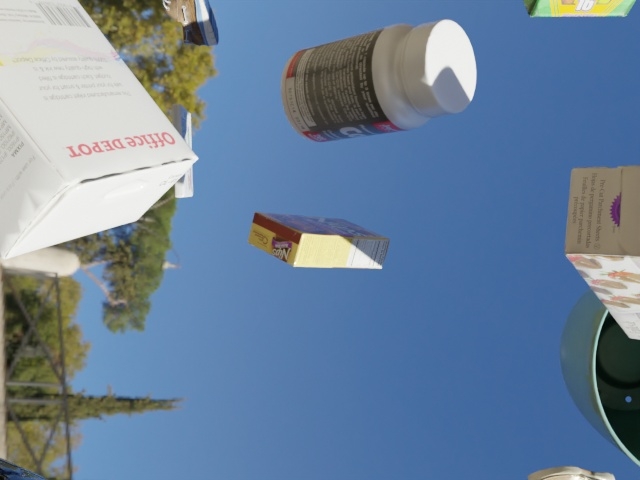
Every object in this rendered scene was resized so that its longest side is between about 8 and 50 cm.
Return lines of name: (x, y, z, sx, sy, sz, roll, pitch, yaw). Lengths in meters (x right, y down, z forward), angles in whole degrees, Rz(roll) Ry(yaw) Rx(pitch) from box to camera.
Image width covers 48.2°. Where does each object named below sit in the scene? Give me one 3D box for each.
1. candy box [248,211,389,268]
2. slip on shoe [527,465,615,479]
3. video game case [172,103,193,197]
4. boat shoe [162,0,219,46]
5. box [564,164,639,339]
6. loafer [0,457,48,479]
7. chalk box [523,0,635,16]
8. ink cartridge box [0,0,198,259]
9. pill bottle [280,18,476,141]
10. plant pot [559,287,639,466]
candy box: (0.000, 0.000, 1.055, 0.109, 0.186, 0.053, 25, -76, 42)
slip on shoe: (0.334, 0.326, 0.939, 0.051, 0.135, 0.041, -47, -144, 45)
video game case: (-0.245, -0.156, 1.273, 0.143, 0.019, 0.157, -135, -136, -84)
boat shoe: (-0.207, -0.366, 1.090, 0.183, 0.066, 0.066, 77, 3, -54)
box: (0.263, 0.026, 0.580, 0.063, 0.324, 0.067, 3, -106, 31)
loafer: (-0.148, 0.149, 0.342, 0.170, 0.062, 0.061, -3, -125, 61)
chalk box: (0.311, -0.374, 0.795, 0.213, 0.132, 0.132, 100, -15, -58)
ink cartridge box: (-0.313, -0.155, 0.761, 0.131, 0.226, 0.306, -39, -95, 26)
pill bottle: (0.088, -0.248, 1.128, 0.283, 0.161, 0.161, -1, -100, 43)
plant pot: (0.461, 0.159, 0.965, 0.235, 0.292, 0.293, 121, -22, -85)
